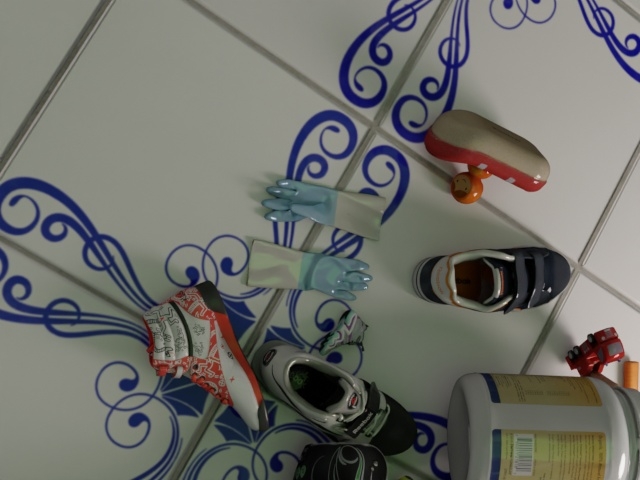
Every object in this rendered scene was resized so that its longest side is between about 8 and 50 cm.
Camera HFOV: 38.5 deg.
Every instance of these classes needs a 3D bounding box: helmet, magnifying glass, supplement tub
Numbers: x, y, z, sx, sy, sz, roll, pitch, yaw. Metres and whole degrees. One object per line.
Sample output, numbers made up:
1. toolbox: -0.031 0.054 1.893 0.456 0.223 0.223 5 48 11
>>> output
1. helmet: 0.035 0.430 1.544 0.169 0.169 0.161 9 67 -18
2. magnifying glass: 0.615 0.355 1.814 0.092 0.026 0.230 0 89 -18
3. supplement tub: 0.396 0.350 1.603 0.316 0.228 0.228 3 89 -4

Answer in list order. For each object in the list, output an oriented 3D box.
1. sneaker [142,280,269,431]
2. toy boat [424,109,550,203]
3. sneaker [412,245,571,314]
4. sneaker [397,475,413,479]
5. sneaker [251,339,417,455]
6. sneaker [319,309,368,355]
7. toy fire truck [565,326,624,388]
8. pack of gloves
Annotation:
1. sneaker: -0.195 0.214 1.510 0.145 0.090 0.270 -24 94 -16
2. toy boat: 0.287 -0.134 1.658 0.231 0.151 0.151 23 112 -17
3. sneaker: 0.338 0.074 1.669 0.321 0.127 0.126 -4 90 -20
4. sneaker: 0.106 0.510 1.617 0.094 0.081 0.208 25 80 -9
5. sneaker: 0.041 0.286 1.561 0.331 0.146 0.122 30 80 -18
6. sneaker: 0.048 0.178 1.615 0.069 0.038 0.098 43 78 -13
7. toy fire truck: 0.523 0.256 1.724 0.047 0.192 0.135 -15 66 -19
8. pack of gloves: 0.000 0.000 1.596 0.232 0.046 0.195 9 86 -18
